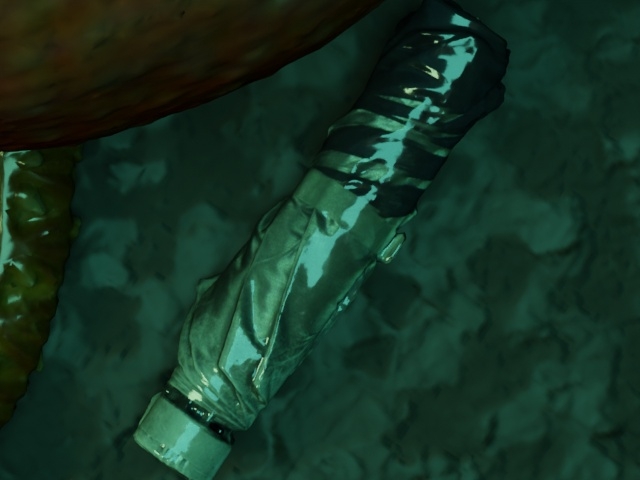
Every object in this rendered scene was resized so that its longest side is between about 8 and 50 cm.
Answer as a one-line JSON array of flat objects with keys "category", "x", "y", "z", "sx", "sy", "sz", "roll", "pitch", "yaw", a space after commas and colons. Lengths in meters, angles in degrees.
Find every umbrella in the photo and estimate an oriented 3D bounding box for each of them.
[{"category": "umbrella", "x": 0.000, "y": 0.000, "z": 0.648, "sx": 0.046, "sy": 0.050, "sz": 0.188, "roll": 33, "pitch": 91, "yaw": -26}]

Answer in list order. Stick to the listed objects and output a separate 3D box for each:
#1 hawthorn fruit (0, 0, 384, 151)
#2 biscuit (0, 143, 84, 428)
[{"category": "hawthorn fruit", "x": -0.049, "y": -0.157, "z": 0.484, "sx": 0.307, "sy": 0.276, "sz": 0.276, "roll": -11, "pitch": 95, "yaw": 0}, {"category": "biscuit", "x": -0.231, "y": -0.016, "z": 0.630, "sx": 0.305, "sy": 0.038, "sz": 0.305, "roll": 0, "pitch": 94, "yaw": -4}]
